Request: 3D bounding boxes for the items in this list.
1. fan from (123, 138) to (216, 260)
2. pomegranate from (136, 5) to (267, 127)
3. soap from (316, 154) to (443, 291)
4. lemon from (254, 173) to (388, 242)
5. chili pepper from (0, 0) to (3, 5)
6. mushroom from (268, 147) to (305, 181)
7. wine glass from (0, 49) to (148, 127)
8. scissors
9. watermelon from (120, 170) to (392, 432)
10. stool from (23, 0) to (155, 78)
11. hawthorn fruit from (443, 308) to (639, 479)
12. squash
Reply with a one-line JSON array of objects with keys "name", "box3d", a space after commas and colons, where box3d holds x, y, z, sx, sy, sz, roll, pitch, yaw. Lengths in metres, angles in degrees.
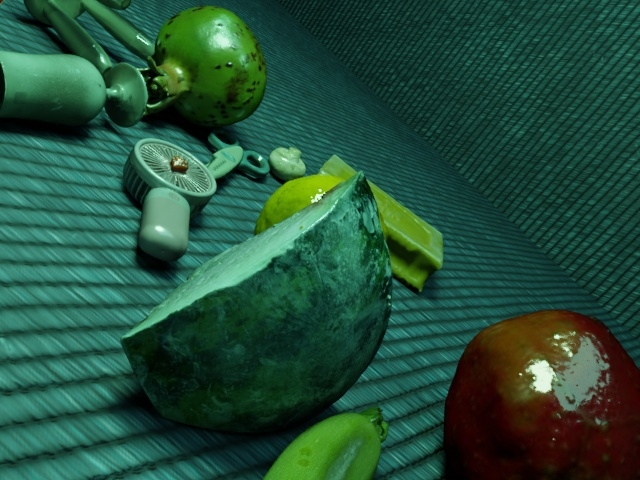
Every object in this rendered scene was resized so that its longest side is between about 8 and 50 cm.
[{"name": "fan", "box3d": [-0.209, -0.057, 0.805, 0.130, 0.074, 0.244, 26, 26, -27]}, {"name": "pomegranate", "box3d": [-0.236, -0.335, 1.103, 0.285, 0.231, 0.231, -2, 45, -50]}, {"name": "soap", "box3d": [0.113, -0.043, 1.238, 0.314, 0.091, 0.199, 37, 21, -3]}, {"name": "lemon", "box3d": [0.000, 0.000, 0.853, 0.192, 0.192, 0.231, 45, 22, 17]}, {"name": "chili pepper", "box3d": [-0.558, -0.392, 0.938, 0.070, 0.073, 0.123, -14, 36, -7]}, {"name": "mushroom", "box3d": [-0.069, -0.161, 1.218, 0.083, 0.068, 0.084, 26, 21, -11]}, {"name": "wine glass", "box3d": [-0.367, -0.215, 0.833, 0.103, 0.103, 0.231, 45, 26, 17]}, {"name": "scissors", "box3d": [-0.172, -0.140, 1.058, 0.138, 0.041, 0.289, 40, 21, -7]}, {"name": "watermelon", "box3d": [-0.044, 0.081, 0.660, 0.213, 0.320, 0.290, 24, -25, 43]}, {"name": "stool", "box3d": [-0.401, -0.439, 1.072, 0.198, 0.195, 0.195, 36, 37, 5]}, {"name": "hawthorn fruit", "box3d": [0.285, 0.248, 0.736, 0.265, 0.265, 0.307, 35, 33, -6]}, {"name": "squash", "box3d": [-0.004, 0.230, 0.548, 0.094, 0.095, 0.341, 41, 25, 8]}]
